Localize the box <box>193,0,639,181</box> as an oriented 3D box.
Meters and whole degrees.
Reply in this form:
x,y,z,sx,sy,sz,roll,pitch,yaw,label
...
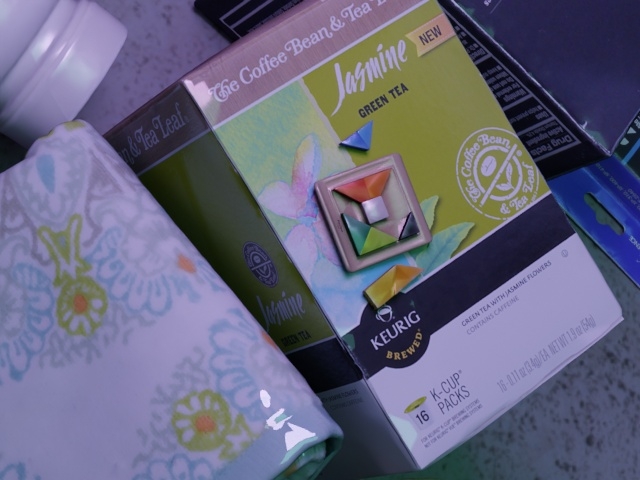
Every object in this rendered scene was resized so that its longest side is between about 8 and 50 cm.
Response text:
x,y,z,sx,sy,sz,roll,pitch,yaw,label
0.102,-0.193,1.644,0.294,0.296,0.182,44,65,-12,box

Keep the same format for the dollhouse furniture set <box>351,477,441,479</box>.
x,y,z,sx,sy,sz,roll,pitch,yaw,label
0.017,0.284,1.512,0.259,0.262,0.135,5,64,-41,dollhouse furniture set

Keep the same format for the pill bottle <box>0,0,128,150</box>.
x,y,z,sx,sy,sz,roll,pitch,yaw,label
-0.303,-0.201,1.527,0.301,0.169,0.169,35,68,-15,pill bottle

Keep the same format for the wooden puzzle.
x,y,z,sx,sy,sz,roll,pitch,yaw,label
0.038,-0.019,1.369,0.079,0.014,0.116,-28,91,-25,wooden puzzle

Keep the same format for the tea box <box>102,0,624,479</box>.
x,y,z,sx,sy,sz,roll,pitch,yaw,label
0.000,0.000,1.539,0.220,0.329,0.323,-34,96,-25,tea box

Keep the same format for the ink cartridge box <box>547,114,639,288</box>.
x,y,z,sx,sy,sz,roll,pitch,yaw,label
0.312,-0.080,1.859,0.206,0.045,0.208,44,67,-12,ink cartridge box

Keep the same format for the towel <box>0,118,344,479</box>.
x,y,z,sx,sy,sz,roll,pitch,yaw,label
-0.211,0.146,1.400,0.374,0.090,0.320,-43,70,5,towel
